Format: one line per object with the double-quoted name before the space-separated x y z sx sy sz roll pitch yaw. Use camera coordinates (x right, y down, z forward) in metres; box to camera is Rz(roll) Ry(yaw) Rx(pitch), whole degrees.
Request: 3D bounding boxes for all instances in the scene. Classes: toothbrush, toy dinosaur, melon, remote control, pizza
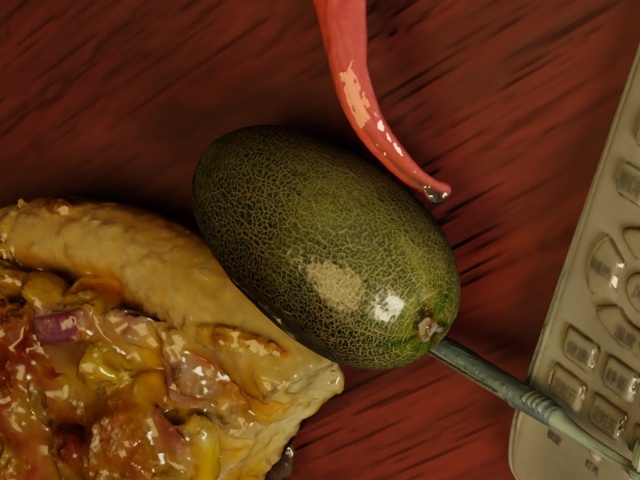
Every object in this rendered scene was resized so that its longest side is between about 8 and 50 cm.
"toothbrush" 0.099 0.074 0.835 0.219 0.016 0.019 29 119 52
"toy dinosaur" -0.014 -0.156 0.872 0.139 0.070 0.286 4 110 44
"melon" 0.000 0.000 0.881 0.162 0.099 0.099 39 123 27
"remote control" 0.171 0.009 0.795 0.109 0.055 0.313 39 123 44
"pizza" -0.158 0.109 1.024 0.409 0.114 0.278 1 100 37
